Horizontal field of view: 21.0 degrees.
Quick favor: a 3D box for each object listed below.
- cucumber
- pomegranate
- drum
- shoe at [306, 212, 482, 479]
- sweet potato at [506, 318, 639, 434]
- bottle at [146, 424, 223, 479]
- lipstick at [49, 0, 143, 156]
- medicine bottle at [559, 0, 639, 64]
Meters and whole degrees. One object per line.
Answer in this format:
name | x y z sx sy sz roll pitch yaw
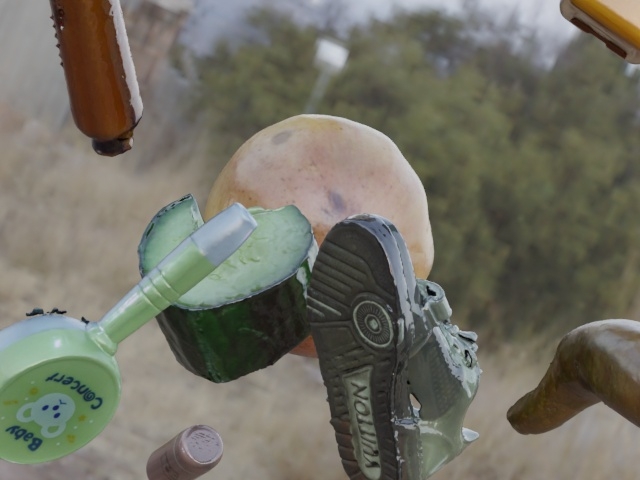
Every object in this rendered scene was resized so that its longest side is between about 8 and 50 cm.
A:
cucumber | -0.093 0.046 1.812 0.191 0.191 0.130 28 -25 34
pomegranate | 0.000 0.000 2.337 0.338 0.338 0.338 23 7 -3
drum | -0.164 0.058 1.243 0.130 0.253 0.049 23 22 -44
shoe | 0.081 0.091 1.572 0.149 0.293 0.109 -27 34 -38
sweet potato | 0.242 0.119 1.437 0.079 0.108 0.346 11 -6 -20
bottle | -0.150 0.240 1.898 0.053 0.053 0.140 22 -26 -15
lipstick | -0.218 -0.254 1.537 0.077 0.418 0.077 -4 39 3
medicine bottle | 0.338 -0.290 1.679 0.112 0.222 0.149 35 3 2
